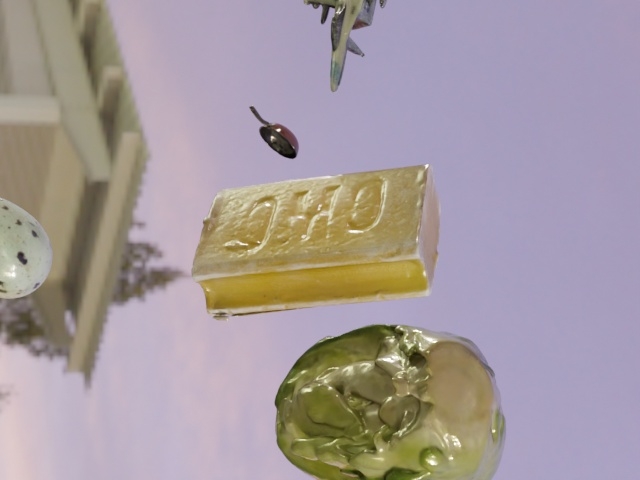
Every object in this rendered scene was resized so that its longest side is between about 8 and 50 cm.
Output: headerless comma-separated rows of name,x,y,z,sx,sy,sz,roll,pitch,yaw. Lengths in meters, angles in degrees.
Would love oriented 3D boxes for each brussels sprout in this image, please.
brussels sprout,0.122,0.252,1.954,0.371,0.315,0.276,-16,-124,55

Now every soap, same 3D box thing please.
soap,0.000,0.000,1.578,0.173,0.274,0.089,-77,155,-48

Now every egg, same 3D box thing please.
egg,-0.473,0.008,1.985,0.164,0.131,0.131,56,-18,-11

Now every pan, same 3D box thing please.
pan,-0.067,-0.162,1.932,0.068,0.115,0.023,21,-113,42

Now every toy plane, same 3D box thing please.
toy plane,0.044,-0.314,1.811,0.192,0.088,0.262,-7,-108,39
